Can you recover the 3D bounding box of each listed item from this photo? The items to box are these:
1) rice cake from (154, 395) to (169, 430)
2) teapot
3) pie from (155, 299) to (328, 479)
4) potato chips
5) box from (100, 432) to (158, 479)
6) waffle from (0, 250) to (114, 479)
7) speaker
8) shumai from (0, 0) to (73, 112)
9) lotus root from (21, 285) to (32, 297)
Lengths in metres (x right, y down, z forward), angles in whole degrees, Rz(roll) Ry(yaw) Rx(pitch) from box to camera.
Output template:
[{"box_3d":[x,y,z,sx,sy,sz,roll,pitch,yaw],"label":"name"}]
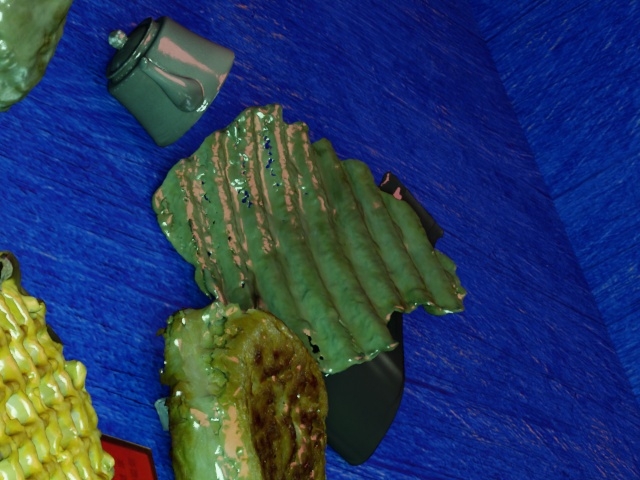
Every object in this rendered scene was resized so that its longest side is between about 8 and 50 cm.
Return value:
[{"box_3d":[-0.138,0.191,1.984,0.211,0.034,0.043,-7,76,-66],"label":"rice cake"},{"box_3d":[-0.224,-0.232,2.220,0.149,0.162,0.239,35,5,-21],"label":"teapot"},{"box_3d":[-0.072,0.230,1.930,0.354,0.103,0.288,54,32,-38],"label":"pie"},{"box_3d":[-0.006,-0.005,2.194,0.373,0.097,0.389,-28,71,-40],"label":"potato chips"},{"box_3d":[-0.248,0.259,1.632,0.240,0.074,0.153,27,42,-50],"label":"box"},{"box_3d":[-0.270,0.152,1.490,0.329,0.062,0.329,-23,90,-80],"label":"waffle"},{"box_3d":[0.061,0.099,2.308,0.180,0.184,0.388,45,27,-28],"label":"speaker"},{"box_3d":[-0.435,-0.298,1.748,0.288,0.292,0.329,0,83,-55],"label":"shumai"},{"box_3d":[-0.317,0.099,1.682,0.090,0.077,0.183,24,42,-54],"label":"lotus root"}]
